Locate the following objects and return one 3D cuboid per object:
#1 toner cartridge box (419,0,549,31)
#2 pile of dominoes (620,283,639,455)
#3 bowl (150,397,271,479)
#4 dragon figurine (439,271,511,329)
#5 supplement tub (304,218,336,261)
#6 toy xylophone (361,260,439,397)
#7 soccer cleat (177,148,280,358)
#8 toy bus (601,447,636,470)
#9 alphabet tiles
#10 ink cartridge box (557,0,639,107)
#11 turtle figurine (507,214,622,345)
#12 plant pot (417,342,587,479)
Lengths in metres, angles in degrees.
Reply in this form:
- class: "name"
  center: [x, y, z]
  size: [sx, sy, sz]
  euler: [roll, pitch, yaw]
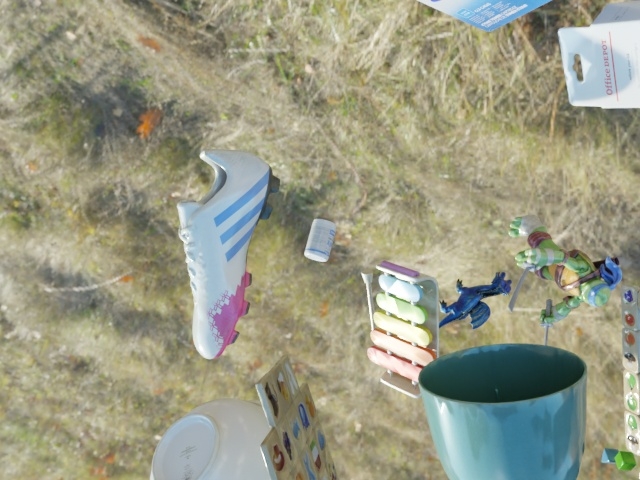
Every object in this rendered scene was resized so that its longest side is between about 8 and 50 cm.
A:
- class: "toner cartridge box"
  center: [0.275, -0.394, 0.928]
  size: [0.165, 0.075, 0.347]
  euler: [17, 171, -21]
- class: "pile of dominoes"
  center: [0.421, 0.194, 0.823]
  size: [0.040, 0.251, 0.196]
  euler: [-11, -168, -17]
- class: "bowl"
  center: [-0.196, 0.392, 1.207]
  size: [0.297, 0.298, 0.134]
  euler: [-12, 138, 33]
- class: "dragon figurine"
  center: [0.420, 0.191, 1.959]
  size: [0.085, 0.289, 0.144]
  euler: [53, 160, -26]
- class: "supplement tub"
  center: [0.000, 0.000, 1.953]
  size: [0.070, 0.107, 0.071]
  euler: [15, 168, 3]
- class: "toy xylophone"
  center: [0.175, 0.188, 1.570]
  size: [0.236, 0.081, 0.323]
  euler: [8, 115, 46]
- class: "soccer cleat"
  center: [-0.173, 0.014, 1.090]
  size: [0.143, 0.332, 0.116]
  euler: [17, 173, -27]
- class: "toy bus"
  center: [0.606, 0.515, 1.315]
  size: [0.104, 0.202, 0.191]
  euler: [6, 118, -7]
- class: "alphabet tiles"
  center: [-0.010, 0.329, 0.912]
  size: [0.011, 0.343, 0.285]
  euler: [-18, 180, 9]
- class: "ink cartridge box"
  center: [0.396, -0.222, 0.825]
  size: [0.198, 0.067, 0.115]
  euler: [9, 134, 40]
- class: "turtle figurine"
  center: [0.446, 0.080, 1.427]
  size: [0.197, 0.266, 0.275]
  euler: [32, 108, -24]
- class: "plant pot"
  center: [0.334, 0.343, 1.242]
  size: [0.292, 0.235, 0.293]
  euler: [-8, -172, 1]
